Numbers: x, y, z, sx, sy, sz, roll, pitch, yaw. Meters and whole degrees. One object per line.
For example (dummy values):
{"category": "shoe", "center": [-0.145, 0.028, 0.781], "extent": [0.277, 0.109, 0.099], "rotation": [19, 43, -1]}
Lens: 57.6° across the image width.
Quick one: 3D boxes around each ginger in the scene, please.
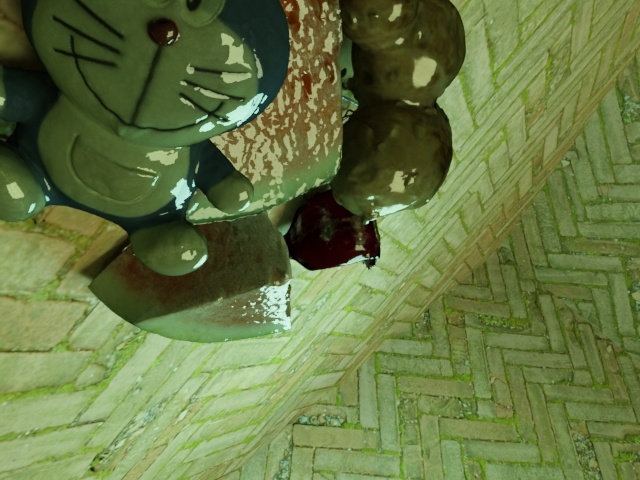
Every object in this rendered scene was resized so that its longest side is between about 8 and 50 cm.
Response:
{"category": "ginger", "center": [0.088, -0.187, 0.707], "extent": [0.244, 0.155, 0.304], "rotation": [-33, 125, -52]}

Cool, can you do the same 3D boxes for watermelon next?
{"category": "watermelon", "center": [-0.135, 0.026, 0.761], "extent": [0.231, 0.193, 0.310], "rotation": [-35, 151, 23]}
{"category": "watermelon", "center": [-0.068, -0.161, 0.567], "extent": [0.193, 0.140, 0.257], "rotation": [-23, 139, -39]}

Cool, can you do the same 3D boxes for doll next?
{"category": "doll", "center": [-0.133, -0.111, 0.435], "extent": [0.258, 0.228, 0.154], "rotation": [-49, -153, 38]}

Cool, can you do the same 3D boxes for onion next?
{"category": "onion", "center": [-0.001, -0.016, 0.959], "extent": [0.198, 0.135, 0.173], "rotation": [-4, 171, -5]}

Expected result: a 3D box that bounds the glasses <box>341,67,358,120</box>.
{"category": "glasses", "center": [0.008, -0.181, 0.793], "extent": [0.140, 0.062, 0.104], "rotation": [-39, 136, -21]}
